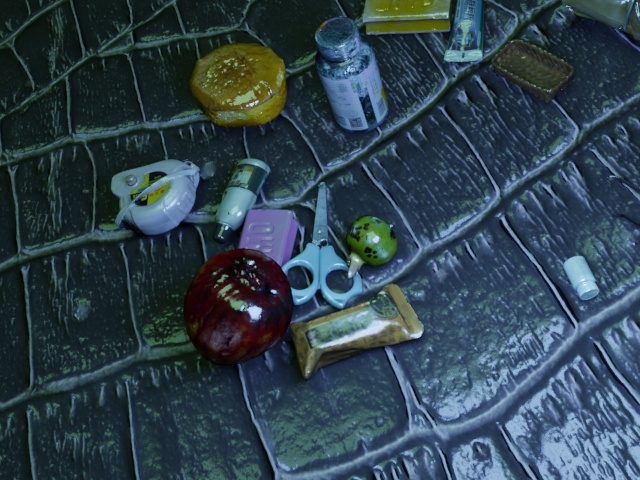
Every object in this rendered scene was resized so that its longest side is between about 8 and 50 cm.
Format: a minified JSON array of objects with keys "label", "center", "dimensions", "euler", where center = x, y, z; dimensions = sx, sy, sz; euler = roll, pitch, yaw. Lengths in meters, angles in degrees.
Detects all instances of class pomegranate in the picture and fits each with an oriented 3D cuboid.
[{"label":"pomegranate","center":[0.100,0.017,1.712],"dimensions":[0.122,0.122,0.161],"euler":[33,81,31]}]

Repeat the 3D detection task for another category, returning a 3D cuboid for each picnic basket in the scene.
[{"label":"picnic basket","center":[0.511,-0.410,1.883],"dimensions":[0.110,0.055,0.193],"euler":[-43,57,-10]}]

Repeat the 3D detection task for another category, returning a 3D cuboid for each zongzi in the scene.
[{"label":"zongzi","center":[0.835,-0.604,1.847],"dimensions":[0.393,0.174,0.356],"euler":[37,69,22]}]

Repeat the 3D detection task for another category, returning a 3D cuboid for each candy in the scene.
[{"label":"candy","center":[0.071,0.184,1.629],"dimensions":[0.272,0.101,0.143],"euler":[-21,61,-3]}]

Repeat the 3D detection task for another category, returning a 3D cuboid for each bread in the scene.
[{"label":"bread","center":[-0.209,-0.412,2.057],"dimensions":[0.269,0.145,0.268],"euler":[-6,57,9]}]

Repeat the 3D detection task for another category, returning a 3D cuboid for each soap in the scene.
[{"label":"soap","center":[-0.130,0.028,1.805],"dimensions":[0.122,0.065,0.203],"euler":[0,60,17]},{"label":"soap","center":[0.238,-0.625,2.090],"dimensions":[0.232,0.073,0.140],"euler":[3,65,18]}]

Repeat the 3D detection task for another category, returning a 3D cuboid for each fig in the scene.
[{"label":"fig","center":[-0.173,0.149,1.631],"dimensions":[0.224,0.224,0.263],"euler":[38,100,32]}]

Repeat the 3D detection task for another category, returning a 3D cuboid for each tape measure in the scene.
[{"label":"tape measure","center":[-0.410,-0.106,1.940],"dimensions":[0.236,0.120,0.197],"euler":[-15,50,14]}]

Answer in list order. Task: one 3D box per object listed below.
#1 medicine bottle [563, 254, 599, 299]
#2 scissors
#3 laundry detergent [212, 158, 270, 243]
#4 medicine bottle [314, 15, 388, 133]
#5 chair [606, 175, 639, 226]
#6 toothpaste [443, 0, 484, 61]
[{"label":"medicine bottle","center":[0.529,0.076,1.581],"dimensions":[0.047,0.047,0.083],"euler":[-20,56,5]},{"label":"scissors","center":[0.000,0.001,1.792],"dimensions":[0.191,0.029,0.360],"euler":[3,51,-2]},{"label":"laundry detergent","center":[-0.203,-0.092,1.897],"dimensions":[0.099,0.070,0.225],"euler":[4,60,36]},{"label":"medicine bottle","center":[0.070,-0.395,1.866],"dimensions":[0.142,0.293,0.141],"euler":[-8,58,13]},{"label":"chair","center":[0.717,-0.101,1.568],"dimensions":[0.213,0.174,0.149],"euler":[27,66,41]},{"label":"toothpaste","center":[0.391,-0.623,2.049],"dimensions":[0.099,0.061,0.391],"euler":[3,62,16]}]
